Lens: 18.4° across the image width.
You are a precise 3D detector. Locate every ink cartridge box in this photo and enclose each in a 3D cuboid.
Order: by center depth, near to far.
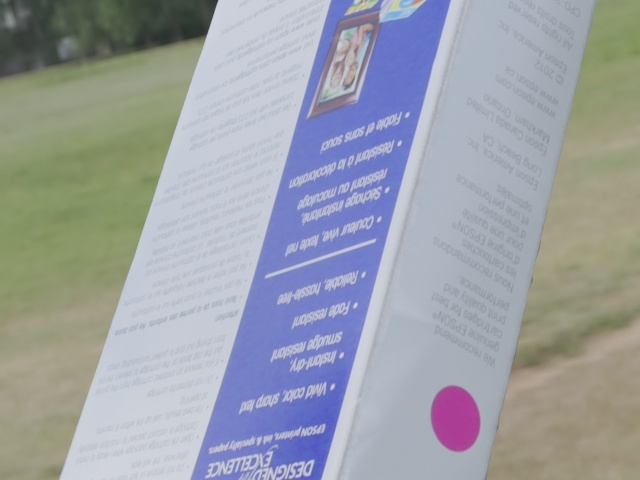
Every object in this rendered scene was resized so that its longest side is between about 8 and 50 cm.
[{"bbox_3d":[0.000,0.000,0.687,0.069,0.371,0.176,32,-28,-27],"label":"ink cartridge box"}]
